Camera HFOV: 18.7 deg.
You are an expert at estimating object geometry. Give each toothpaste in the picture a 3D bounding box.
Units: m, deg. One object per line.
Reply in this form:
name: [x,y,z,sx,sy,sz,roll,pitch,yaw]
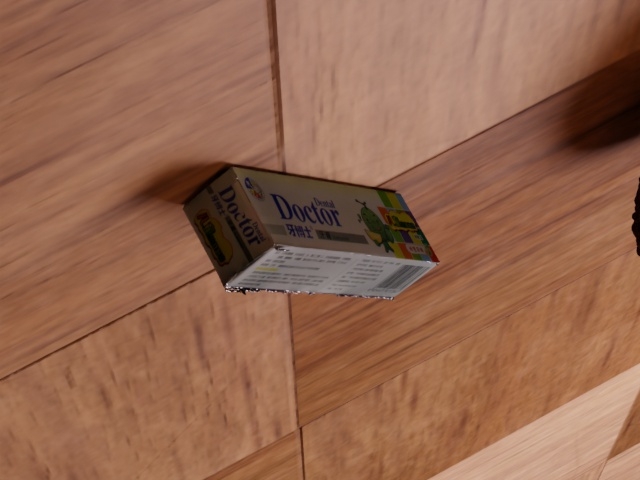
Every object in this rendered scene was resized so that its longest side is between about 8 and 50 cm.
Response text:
toothpaste: [0.000,0.000,0.905,0.034,0.046,0.164,-37,160,23]

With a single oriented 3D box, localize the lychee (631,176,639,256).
lychee: [0.265,-0.028,1.042,0.194,0.194,0.194,-27,160,-11]
